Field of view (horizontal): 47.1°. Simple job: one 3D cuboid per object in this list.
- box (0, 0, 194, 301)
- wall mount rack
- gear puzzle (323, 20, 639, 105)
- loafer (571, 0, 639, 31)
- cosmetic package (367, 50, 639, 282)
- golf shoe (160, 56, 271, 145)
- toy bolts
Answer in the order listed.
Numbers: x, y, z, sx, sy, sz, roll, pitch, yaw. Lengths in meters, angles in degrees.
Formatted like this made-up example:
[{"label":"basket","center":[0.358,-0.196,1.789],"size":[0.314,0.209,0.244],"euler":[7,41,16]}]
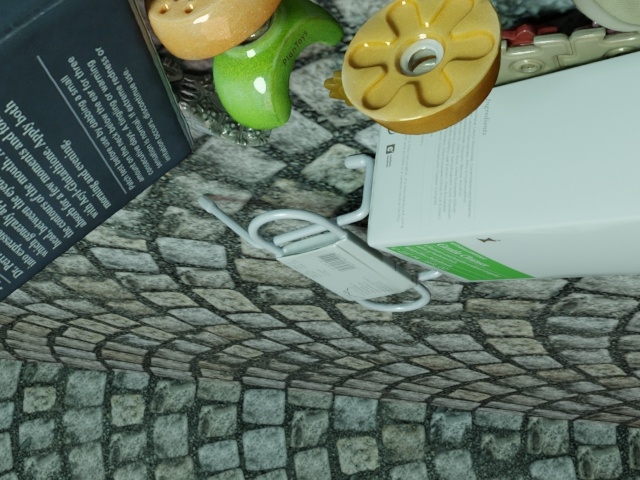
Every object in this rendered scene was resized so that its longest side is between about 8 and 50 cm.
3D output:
[{"label":"box","center":[-0.342,-0.083,0.496],"size":[0.293,0.395,0.212],"euler":[45,165,20]},{"label":"wall mount rack","center":[0.000,0.000,1.045],"size":[0.304,0.131,0.350],"euler":[-14,149,33]},{"label":"gear puzzle","center":[0.164,-0.163,0.719],"size":[0.338,0.044,0.175],"euler":[-1,165,27]},{"label":"loafer","center":[0.190,-0.235,0.470],"size":[0.092,0.102,0.268],"euler":[-6,153,41]},{"label":"cosmetic package","center":[0.247,-0.058,0.695],"size":[0.365,0.155,0.197],"euler":[-5,162,45]},{"label":"golf shoe","center":[-0.139,-0.153,0.824],"size":[0.176,0.069,0.086],"euler":[22,170,-19]},{"label":"toy bolts","center":[0.014,-0.195,0.446],"size":[0.218,0.229,0.158],"euler":[20,164,35]}]
